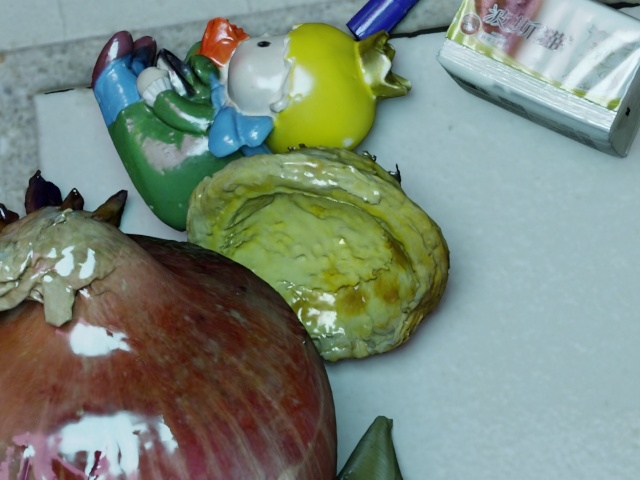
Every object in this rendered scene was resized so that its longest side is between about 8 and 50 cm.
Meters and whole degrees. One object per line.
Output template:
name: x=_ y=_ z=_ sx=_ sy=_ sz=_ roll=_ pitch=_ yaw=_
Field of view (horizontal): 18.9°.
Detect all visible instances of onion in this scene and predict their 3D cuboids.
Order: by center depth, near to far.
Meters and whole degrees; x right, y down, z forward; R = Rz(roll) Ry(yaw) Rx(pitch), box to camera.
onion: x=-0.158 y=0.139 z=1.391 sx=0.353 sy=0.353 sz=0.354 roll=-3 pitch=81 yaw=16

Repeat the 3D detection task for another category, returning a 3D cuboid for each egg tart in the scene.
egg tart: x=0.000 y=0.000 z=1.490 sx=0.212 sy=0.212 sz=0.090 roll=-2 pitch=41 yaw=16

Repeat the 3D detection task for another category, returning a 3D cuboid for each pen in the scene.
pen: x=0.123 y=-0.259 z=1.561 sx=0.269 sy=0.033 sz=0.033 roll=-45 pitch=73 yaw=5

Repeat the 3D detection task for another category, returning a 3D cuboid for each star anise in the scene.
star anise: x=-0.222 y=0.018 z=1.604 sx=0.168 sy=0.057 sz=0.168 roll=-3 pitch=80 yaw=17

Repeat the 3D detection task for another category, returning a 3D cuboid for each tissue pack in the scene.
tissue pack: x=0.182 y=-0.141 z=1.488 sx=0.148 sy=0.106 sz=0.099 roll=26 pitch=89 yaw=17

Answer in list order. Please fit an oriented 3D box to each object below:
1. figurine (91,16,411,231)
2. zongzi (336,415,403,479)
figurine: x=-0.057 y=-0.129 z=1.554 sx=0.234 sy=0.127 sz=0.185 roll=-35 pitch=68 yaw=20
zongzi: x=0.077 y=0.297 z=1.458 sx=0.251 sy=0.274 sz=0.125 roll=41 pitch=138 yaw=-7
